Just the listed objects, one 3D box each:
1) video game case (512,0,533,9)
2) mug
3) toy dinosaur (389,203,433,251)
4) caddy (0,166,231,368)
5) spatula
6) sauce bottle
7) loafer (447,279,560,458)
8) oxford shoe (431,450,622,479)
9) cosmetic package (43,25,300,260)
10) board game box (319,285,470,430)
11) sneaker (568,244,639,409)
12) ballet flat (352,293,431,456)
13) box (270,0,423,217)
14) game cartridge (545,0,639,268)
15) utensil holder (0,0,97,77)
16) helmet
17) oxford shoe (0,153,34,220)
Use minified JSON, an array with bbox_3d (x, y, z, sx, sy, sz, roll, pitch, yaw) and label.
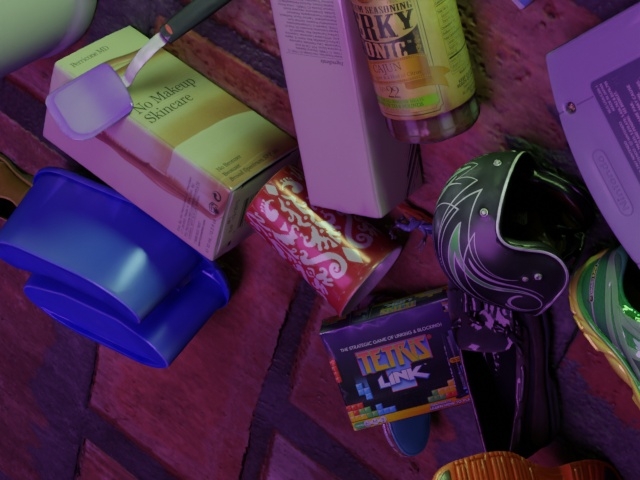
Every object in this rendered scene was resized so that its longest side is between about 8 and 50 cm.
[{"bbox_3d":[0.186,-0.364,1.535,0.212,0.023,0.193,49,139,4],"label":"video game case"},{"bbox_3d":[-0.006,0.005,1.884,0.169,0.113,0.150,41,148,9],"label":"mug"},{"bbox_3d":[0.124,-0.018,1.827,0.082,0.047,0.090,-8,102,26],"label":"toy dinosaur"},{"bbox_3d":[-0.281,0.023,2.126,0.341,0.179,0.241,22,153,30],"label":"caddy"},{"bbox_3d":[-0.201,-0.228,1.858,0.296,0.030,0.084,-38,69,13],"label":"spatula"},{"bbox_3d":[0.080,-0.271,1.619,0.111,0.111,0.344,6,125,40],"label":"sauce bottle"},{"bbox_3d":[0.208,0.130,1.807,0.109,0.095,0.303,5,121,43],"label":"loafer"},{"bbox_3d":[0.227,0.306,1.803,0.098,0.271,0.097,-34,54,50],"label":"oxford shoe"},{"bbox_3d":[-0.190,-0.127,1.952,0.296,0.153,0.129,34,134,18],"label":"cosmetic package"},{"bbox_3d":[0.101,0.145,1.888,0.170,0.048,0.141,-16,109,12],"label":"board game box"},{"bbox_3d":[0.383,0.125,1.626,0.295,0.109,0.123,48,139,12],"label":"sneaker"},{"bbox_3d":[0.087,0.167,1.974,0.079,0.077,0.222,16,125,58],"label":"ballet flat"},{"bbox_3d":[0.032,-0.170,1.759,0.113,0.094,0.275,14,126,37],"label":"box"},{"bbox_3d":[0.350,-0.088,1.533,0.198,0.062,0.297,-26,91,52],"label":"game cartridge"},{"bbox_3d":[-0.531,-0.318,1.951,0.327,0.385,0.328,24,132,30],"label":"utensil holder"},{"bbox_3d":[0.199,-0.012,1.667,0.161,0.169,0.169,32,138,-1],"label":"helmet"},{"bbox_3d":[-0.495,-0.082,2.321,0.212,0.076,0.076,27,135,29],"label":"oxford shoe"}]
